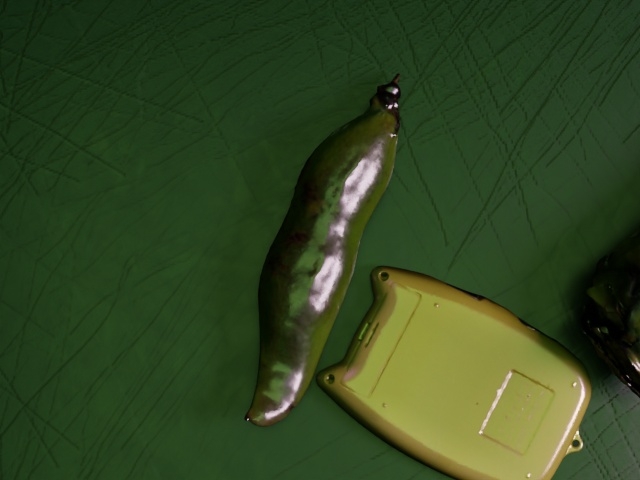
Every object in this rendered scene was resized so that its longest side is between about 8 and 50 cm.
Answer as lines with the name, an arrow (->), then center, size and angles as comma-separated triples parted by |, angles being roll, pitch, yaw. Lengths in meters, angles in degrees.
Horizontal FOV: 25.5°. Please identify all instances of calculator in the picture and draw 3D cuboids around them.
calculator -> 0.126, 0.126, 1.238 | 0.236, 0.033, 0.157 | 27, 83, 0

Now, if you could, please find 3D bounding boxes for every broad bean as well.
broad bean -> 0.000, 0.000, 1.236 | 0.077, 0.061, 0.339 | 23, 84, -10

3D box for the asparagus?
asparagus -> 0.375, -0.029, 1.220 | 0.382, 0.128, 0.108 | -44, 122, -6
